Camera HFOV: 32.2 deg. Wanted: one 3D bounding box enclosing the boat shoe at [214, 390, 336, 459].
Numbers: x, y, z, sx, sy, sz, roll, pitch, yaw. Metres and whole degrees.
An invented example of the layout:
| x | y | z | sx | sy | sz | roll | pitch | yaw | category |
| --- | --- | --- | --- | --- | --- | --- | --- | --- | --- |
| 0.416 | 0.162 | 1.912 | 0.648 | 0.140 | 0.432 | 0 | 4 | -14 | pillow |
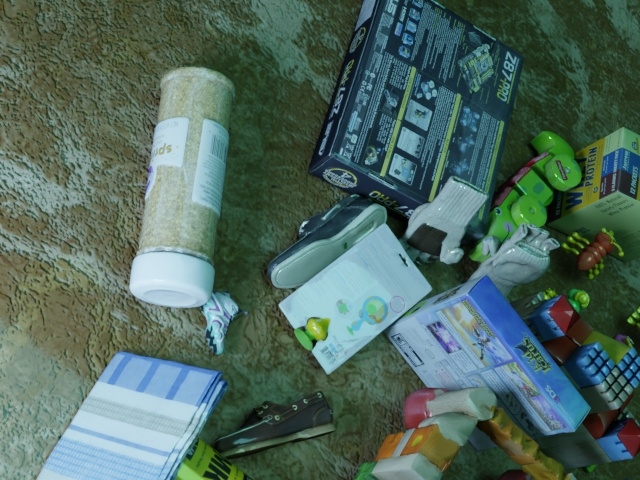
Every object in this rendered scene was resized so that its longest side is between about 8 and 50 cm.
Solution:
| x | y | z | sx | sy | sz | roll | pitch | yaw | category |
| --- | --- | --- | --- | --- | --- | --- | --- | --- | --- |
| -0.073 | 0.276 | 1.662 | 0.207 | 0.073 | 0.073 | -8 | 77 | -38 | boat shoe |

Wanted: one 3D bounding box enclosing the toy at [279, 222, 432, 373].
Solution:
| x | y | z | sx | sy | sz | roll | pitch | yaw | category |
| --- | --- | --- | --- | --- | --- | --- | --- | --- | --- |
| 0.052 | 0.094 | 1.795 | 0.237 | 0.056 | 0.137 | -37 | 94 | -27 | toy |

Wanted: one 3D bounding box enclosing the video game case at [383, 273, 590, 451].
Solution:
| x | y | z | sx | sy | sz | roll | pitch | yaw | category |
| --- | --- | --- | --- | --- | --- | --- | --- | --- | --- |
| 0.257 | 0.201 | 1.764 | 0.061 | 0.244 | 0.269 | -42 | 96 | -33 | video game case |

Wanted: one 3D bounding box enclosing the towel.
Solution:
| x | y | z | sx | sy | sz | roll | pitch | yaw | category |
| --- | --- | --- | --- | --- | --- | --- | --- | --- | --- |
| -0.265 | 0.283 | 1.492 | 0.285 | 0.209 | 0.034 | -62 | 143 | -30 | towel |

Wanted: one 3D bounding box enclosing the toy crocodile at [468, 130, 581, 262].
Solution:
| x | y | z | sx | sy | sz | roll | pitch | yaw | category |
| --- | --- | --- | --- | --- | --- | --- | --- | --- | --- |
| 0.364 | -0.079 | 1.994 | 0.105 | 0.115 | 0.340 | 46 | 56 | -1 | toy crocodile |

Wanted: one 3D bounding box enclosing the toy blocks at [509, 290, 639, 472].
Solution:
| x | y | z | sx | sy | sz | roll | pitch | yaw | category |
| --- | --- | --- | --- | --- | --- | --- | --- | --- | --- |
| 0.414 | 0.227 | 1.834 | 0.191 | 0.261 | 0.381 | -40 | 96 | -33 | toy blocks |

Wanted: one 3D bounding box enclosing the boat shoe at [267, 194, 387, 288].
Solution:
| x | y | z | sx | sy | sz | roll | pitch | yaw | category |
| --- | --- | --- | --- | --- | --- | --- | --- | --- | --- |
| 0.000 | 0.000 | 1.800 | 0.233 | 0.084 | 0.079 | -34 | 54 | -26 | boat shoe |

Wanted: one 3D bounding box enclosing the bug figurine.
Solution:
| x | y | z | sx | sy | sz | roll | pitch | yaw | category |
| --- | --- | --- | --- | --- | --- | --- | --- | --- | --- |
| 0.526 | 0.124 | 2.012 | 0.216 | 0.072 | 0.279 | -45 | 99 | -14 | bug figurine |

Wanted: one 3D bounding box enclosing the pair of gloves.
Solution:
| x | y | z | sx | sy | sz | roll | pitch | yaw | category |
| --- | --- | --- | --- | --- | --- | --- | --- | --- | --- |
| 0.259 | 0.013 | 1.853 | 0.240 | 0.204 | 0.042 | 31 | 45 | -14 | pair of gloves |

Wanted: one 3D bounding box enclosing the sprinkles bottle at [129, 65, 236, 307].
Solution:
| x | y | z | sx | sy | sz | roll | pitch | yaw | category |
| --- | --- | --- | --- | --- | --- | --- | --- | --- | --- |
| -0.204 | -0.082 | 1.673 | 0.121 | 0.121 | 0.355 | 15 | 67 | -24 | sprinkles bottle |

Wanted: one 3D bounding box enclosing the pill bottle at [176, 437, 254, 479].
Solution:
| x | y | z | sx | sy | sz | roll | pitch | yaw | category |
| --- | --- | --- | --- | --- | --- | --- | --- | --- | --- |
| -0.157 | 0.362 | 1.556 | 0.208 | 0.119 | 0.119 | 40 | 59 | -13 | pill bottle |

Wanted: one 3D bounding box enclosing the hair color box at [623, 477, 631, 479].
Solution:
| x | y | z | sx | sy | sz | roll | pitch | yaw | category |
| --- | --- | --- | --- | --- | --- | --- | --- | --- | --- |
| 0.572 | 0.586 | 1.855 | 0.174 | 0.105 | 0.347 | -41 | 98 | 2 | hair color box |

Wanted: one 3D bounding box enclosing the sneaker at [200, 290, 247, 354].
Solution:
| x | y | z | sx | sy | sz | roll | pitch | yaw | category |
| --- | --- | --- | --- | --- | --- | --- | --- | --- | --- |
| -0.141 | 0.122 | 1.690 | 0.069 | 0.038 | 0.098 | -6 | 78 | -30 | sneaker |

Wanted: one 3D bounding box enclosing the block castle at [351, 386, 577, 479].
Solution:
| x | y | z | sx | sy | sz | roll | pitch | yaw | category |
| --- | --- | --- | --- | --- | --- | --- | --- | --- | --- |
| 0.167 | 0.461 | 1.653 | 0.303 | 0.213 | 0.453 | 43 | 59 | -13 | block castle |

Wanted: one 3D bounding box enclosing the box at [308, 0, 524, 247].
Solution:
| x | y | z | sx | sy | sz | roll | pitch | yaw | category |
| --- | --- | --- | --- | --- | --- | --- | --- | --- | --- |
| 0.180 | -0.228 | 1.950 | 0.318 | 0.097 | 0.395 | 25 | 63 | -18 | box |

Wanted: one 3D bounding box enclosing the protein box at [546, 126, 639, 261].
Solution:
| x | y | z | sx | sy | sz | roll | pitch | yaw | category |
| --- | --- | --- | --- | --- | --- | --- | --- | --- | --- |
| 0.564 | -0.080 | 2.053 | 0.201 | 0.200 | 0.136 | 23 | 64 | -21 | protein box |
